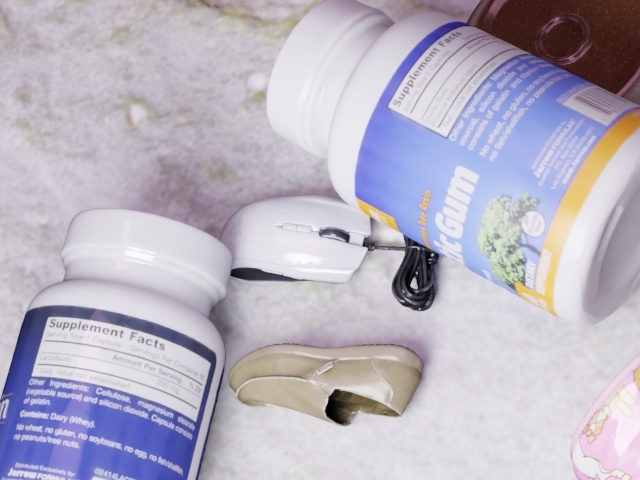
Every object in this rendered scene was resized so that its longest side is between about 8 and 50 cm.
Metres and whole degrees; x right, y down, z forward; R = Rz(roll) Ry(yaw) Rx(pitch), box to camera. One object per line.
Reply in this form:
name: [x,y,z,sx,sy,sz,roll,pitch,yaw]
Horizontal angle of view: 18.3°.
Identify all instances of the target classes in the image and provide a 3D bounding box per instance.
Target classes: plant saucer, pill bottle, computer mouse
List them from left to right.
pill bottle: [-0.152,0.119,1.425,0.153,0.153,0.265,2,67,28]
computer mouse: [0.000,0.000,1.472,0.193,0.042,0.106,0,67,27]
pill bottle: [0.101,-0.065,1.363,0.272,0.152,0.152,28,81,25]
plant saucer: [0.182,-0.141,1.452,0.198,0.036,0.199,-11,63,22]

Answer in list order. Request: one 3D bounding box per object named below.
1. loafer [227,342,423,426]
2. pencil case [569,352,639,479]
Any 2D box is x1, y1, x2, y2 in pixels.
loafer: [0.000,0.104,1.413,0.148,0.056,0.050,-8,57,24]
pencil case: [0.304,0.210,1.144,0.167,0.160,0.386,-42,54,4]
